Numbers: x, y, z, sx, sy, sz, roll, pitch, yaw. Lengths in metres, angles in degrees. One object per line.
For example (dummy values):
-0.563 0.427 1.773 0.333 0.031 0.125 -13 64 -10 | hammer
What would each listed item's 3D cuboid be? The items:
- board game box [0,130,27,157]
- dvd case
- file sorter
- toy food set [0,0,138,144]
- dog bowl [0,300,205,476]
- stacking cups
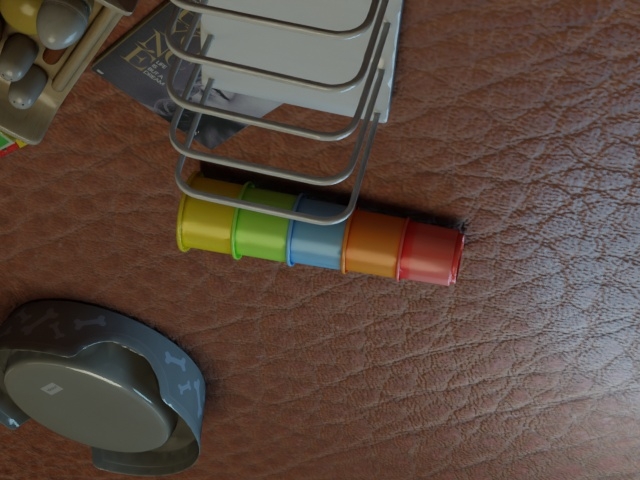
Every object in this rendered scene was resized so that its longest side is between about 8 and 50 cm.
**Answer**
-0.461 -0.167 1.768 0.259 0.039 0.124 36 145 -30 | board game box
-0.117 -0.179 1.587 0.164 0.018 0.221 34 144 -23 | dvd case
-0.036 -0.167 1.400 0.193 0.173 0.278 13 145 6 | file sorter
-0.335 -0.219 1.566 0.219 0.092 0.306 28 146 -16 | toy food set
-0.323 0.210 2.199 0.348 0.102 0.349 13 147 9 | dog bowl
0.000 0.000 1.723 0.316 0.096 0.096 13 147 9 | stacking cups
